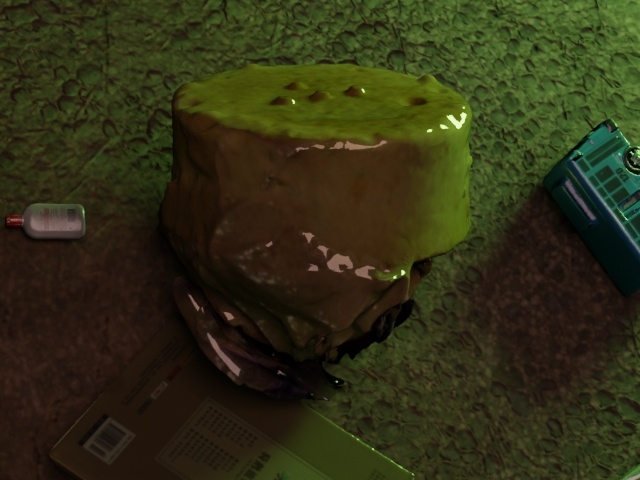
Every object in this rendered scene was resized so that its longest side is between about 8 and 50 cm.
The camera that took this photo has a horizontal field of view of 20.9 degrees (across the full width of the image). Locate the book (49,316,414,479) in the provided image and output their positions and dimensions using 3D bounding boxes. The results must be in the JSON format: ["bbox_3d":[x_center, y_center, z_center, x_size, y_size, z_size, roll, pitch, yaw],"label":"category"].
[{"bbox_3d":[-0.087,0.231,1.761,0.310,0.021,0.217,33,54,12],"label":"book"}]

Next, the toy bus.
[{"bbox_3d":[0.344,-0.037,2.005,0.106,0.090,0.185,-34,84,-22],"label":"toy bus"}]

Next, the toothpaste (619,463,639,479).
[{"bbox_3d":[0.441,0.227,1.971,0.255,0.037,0.067,-36,90,-21],"label":"toothpaste"}]

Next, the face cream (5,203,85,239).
[{"bbox_3d":[-0.292,-0.020,1.845,0.083,0.021,0.040,1,71,-17],"label":"face cream"}]

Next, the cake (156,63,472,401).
[{"bbox_3d":[-0.004,-0.003,1.814,0.332,0.332,0.321,-3,110,-18],"label":"cake"}]
